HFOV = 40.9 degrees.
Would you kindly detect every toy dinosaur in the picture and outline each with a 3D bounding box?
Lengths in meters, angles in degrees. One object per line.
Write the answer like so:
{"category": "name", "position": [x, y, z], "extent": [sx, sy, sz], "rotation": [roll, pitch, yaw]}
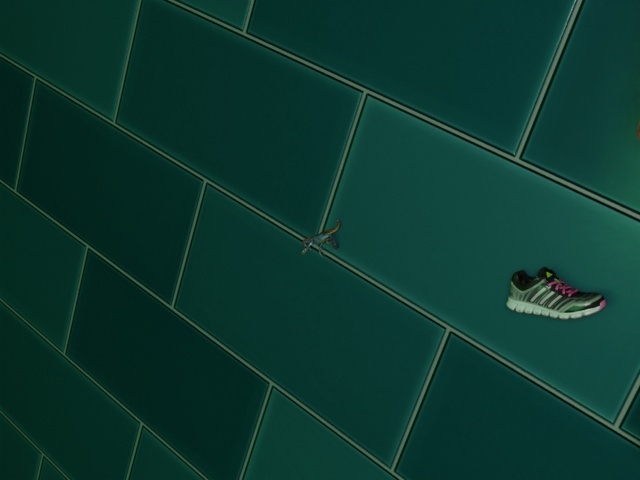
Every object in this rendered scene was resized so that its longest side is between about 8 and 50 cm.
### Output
{"category": "toy dinosaur", "position": [0.000, 0.000, 1.722], "extent": [0.082, 0.047, 0.090], "rotation": [17, 74, 44]}

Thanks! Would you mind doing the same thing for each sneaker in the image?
{"category": "sneaker", "position": [0.382, 0.082, 1.407], "extent": [0.170, 0.063, 0.075], "rotation": [3, 105, 42]}

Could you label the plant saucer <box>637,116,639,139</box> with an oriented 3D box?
{"category": "plant saucer", "position": [0.568, -0.243, 1.120], "extent": [0.258, 0.048, 0.259], "rotation": [3, 110, 4]}
